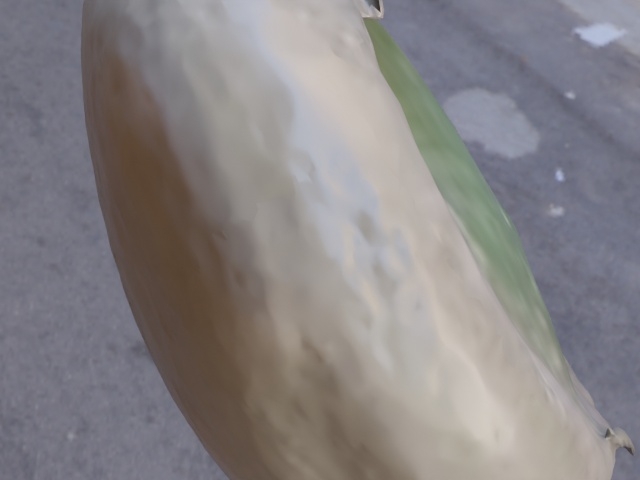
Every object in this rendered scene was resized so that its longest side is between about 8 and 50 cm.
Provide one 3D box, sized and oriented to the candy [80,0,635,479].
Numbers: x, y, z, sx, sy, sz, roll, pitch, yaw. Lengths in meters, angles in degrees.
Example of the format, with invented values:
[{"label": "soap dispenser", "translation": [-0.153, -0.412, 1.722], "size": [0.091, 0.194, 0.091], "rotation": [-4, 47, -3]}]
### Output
[{"label": "candy", "translation": [0.000, 0.000, 0.549], "size": [0.186, 0.427, 0.386], "rotation": [-27, 87, 1]}]
